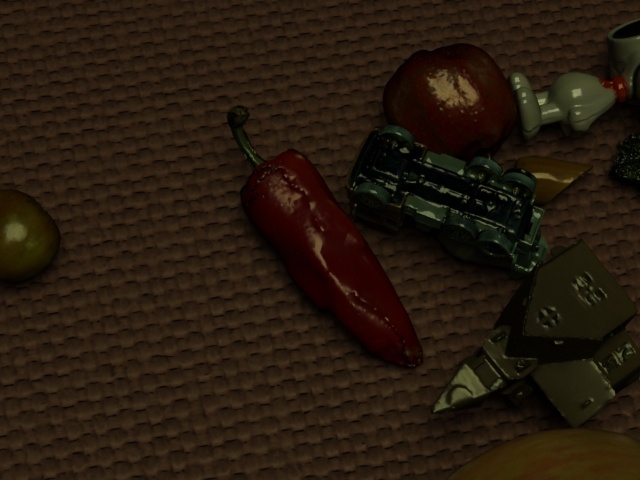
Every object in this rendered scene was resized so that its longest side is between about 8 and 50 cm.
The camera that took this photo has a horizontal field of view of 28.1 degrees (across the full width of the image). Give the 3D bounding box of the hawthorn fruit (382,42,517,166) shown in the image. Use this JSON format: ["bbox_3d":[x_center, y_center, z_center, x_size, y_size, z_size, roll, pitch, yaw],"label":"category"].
[{"bbox_3d":[0.175,-0.153,1.616,0.157,0.157,0.194,-27,75,-15],"label":"hawthorn fruit"}]

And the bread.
[{"bbox_3d":[0.299,-0.076,1.647,0.103,0.049,0.062,8,66,1],"label":"bread"}]

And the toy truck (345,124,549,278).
[{"bbox_3d":[0.160,-0.035,1.573,0.257,0.140,0.108,20,66,9],"label":"toy truck"}]

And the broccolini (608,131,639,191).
[{"bbox_3d":[0.456,-0.052,1.662,0.074,0.058,0.201,-41,91,-5],"label":"broccolini"}]

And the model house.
[{"bbox_3d":[0.234,0.150,1.464,0.248,0.181,0.176,-30,72,-22],"label":"model house"}]

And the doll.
[{"bbox_3d":[0.385,-0.224,1.676,0.272,0.144,0.208,-2,42,14],"label":"doll"}]

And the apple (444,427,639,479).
[{"bbox_3d":[0.259,0.385,1.267,0.347,0.391,0.391,-28,71,0],"label":"apple"}]

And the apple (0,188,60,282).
[{"bbox_3d":[-0.372,-0.006,1.532,0.114,0.099,0.102,44,72,10],"label":"apple"}]

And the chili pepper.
[{"bbox_3d":[0.000,0.000,1.561,0.110,0.110,0.387,-34,77,-18],"label":"chili pepper"}]
